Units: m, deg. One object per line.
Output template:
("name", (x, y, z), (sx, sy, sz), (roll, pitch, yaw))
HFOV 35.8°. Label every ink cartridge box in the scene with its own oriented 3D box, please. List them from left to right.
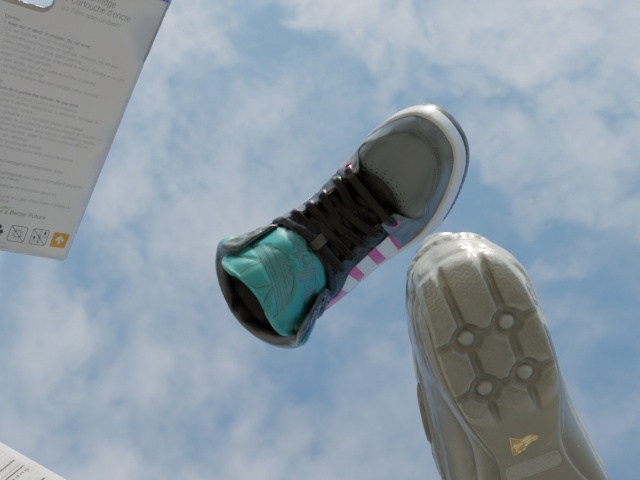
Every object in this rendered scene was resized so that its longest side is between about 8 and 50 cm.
("ink cartridge box", (-0.226, -0.096, 0.636), (0.045, 0.206, 0.208), (48, -62, 47))

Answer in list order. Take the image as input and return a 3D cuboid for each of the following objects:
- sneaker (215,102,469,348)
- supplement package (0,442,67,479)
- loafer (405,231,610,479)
("sneaker", (0.000, 0.000, 0.908), (0.124, 0.178, 0.295), (48, -48, 7))
("supplement package", (-0.321, 0.318, 1.031), (0.244, 0.134, 0.139), (11, -46, 44))
("loafer", (0.133, 0.142, 0.688), (0.112, 0.111, 0.319), (-15, -73, 0))
